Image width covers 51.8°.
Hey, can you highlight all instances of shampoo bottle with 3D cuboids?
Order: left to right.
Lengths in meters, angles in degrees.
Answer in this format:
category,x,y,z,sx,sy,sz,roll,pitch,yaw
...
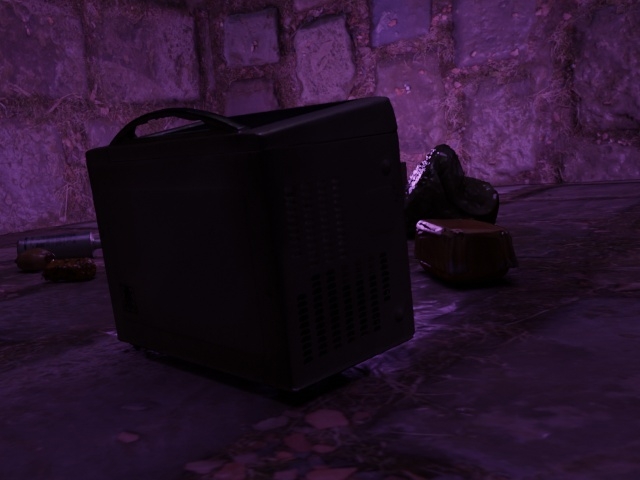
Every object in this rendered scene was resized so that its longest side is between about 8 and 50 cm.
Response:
category,x,y,z,sx,sy,sz,roll,pitch,yaw
shampoo bottle,-0.776,0.021,2.005,0.262,0.085,0.085,-6,8,-13

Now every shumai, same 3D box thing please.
category,x,y,z,sx,sy,sz,roll,pitch,yaw
shumai,0.360,-0.091,1.871,0.263,0.304,0.309,29,6,-2

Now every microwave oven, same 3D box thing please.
category,x,y,z,sx,sy,sz,roll,pitch,yaw
microwave oven,-0.095,-0.014,0.874,0.247,0.333,0.394,-17,15,-42

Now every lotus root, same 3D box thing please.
category,x,y,z,sx,sy,sz,roll,pitch,yaw
lotus root,-0.807,0.056,1.851,0.150,0.062,0.073,-3,31,28

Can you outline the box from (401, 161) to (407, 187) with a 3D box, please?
category,x,y,z,sx,sy,sz,roll,pitch,yaw
box,0.143,-0.136,2.082,0.365,0.205,0.051,-11,10,-41

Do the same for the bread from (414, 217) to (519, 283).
category,x,y,z,sx,sy,sz,roll,pitch,yaw
bread,0.264,0.016,1.242,0.136,0.107,0.241,-4,8,-7

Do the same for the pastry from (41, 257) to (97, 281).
category,x,y,z,sx,sy,sz,roll,pitch,yaw
pastry,-0.622,0.071,1.637,0.140,0.056,0.080,-2,20,11
